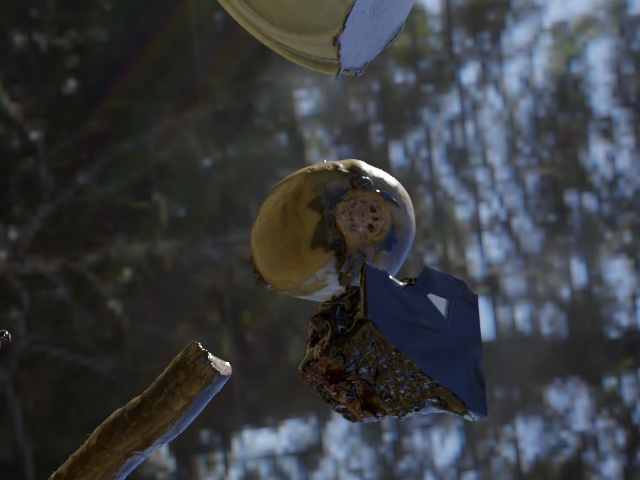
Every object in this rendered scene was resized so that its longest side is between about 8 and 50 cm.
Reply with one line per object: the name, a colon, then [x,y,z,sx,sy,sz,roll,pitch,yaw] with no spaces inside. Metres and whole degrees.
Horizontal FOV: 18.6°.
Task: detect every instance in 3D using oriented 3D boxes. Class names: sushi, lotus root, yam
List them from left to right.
yam: [-0.167,0.172,1.726,0.241,0.057,0.056,-43,-142,25]
lotus root: [0.000,0.000,2.419,0.310,0.183,0.182,148,-63,-63]
sushi: [0.060,0.119,2.086,0.150,0.172,0.153,-27,-127,40]

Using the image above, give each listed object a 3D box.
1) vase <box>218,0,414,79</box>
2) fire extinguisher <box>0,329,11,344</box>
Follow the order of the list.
vase: [-0.085,-0.411,2.529,0.445,0.250,0.250,36,-30,19]
fire extinguisher: [-0.408,0.118,2.224,0.056,0.132,0.039,-59,138,-76]
